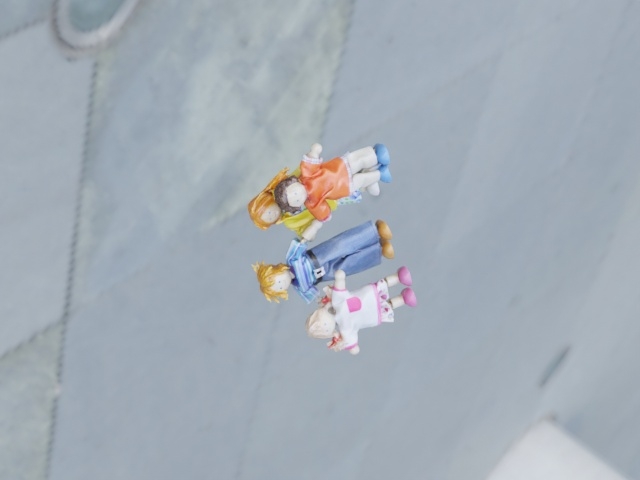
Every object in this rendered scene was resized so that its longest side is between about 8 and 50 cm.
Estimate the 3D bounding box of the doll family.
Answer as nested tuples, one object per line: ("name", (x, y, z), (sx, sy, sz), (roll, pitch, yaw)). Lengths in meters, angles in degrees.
("doll family", (0.000, 0.000, 1.783), (0.163, 0.118, 0.263), (-20, 115, -17))
